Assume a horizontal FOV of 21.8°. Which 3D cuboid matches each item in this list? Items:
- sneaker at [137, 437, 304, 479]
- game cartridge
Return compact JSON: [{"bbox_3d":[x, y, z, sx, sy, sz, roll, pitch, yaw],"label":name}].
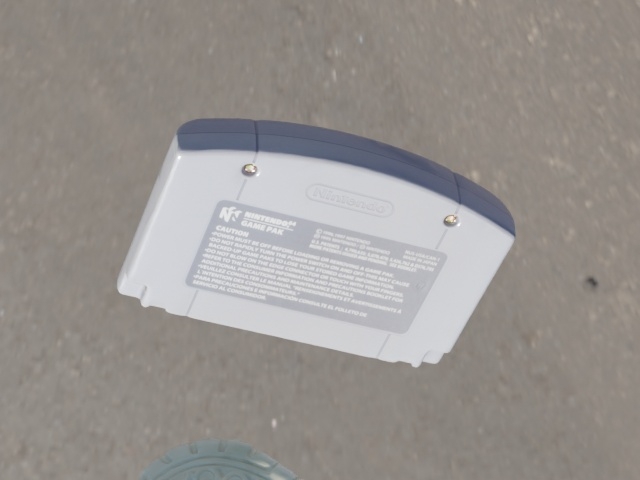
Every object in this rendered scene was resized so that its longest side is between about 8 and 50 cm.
[{"bbox_3d":[0.016,0.117,0.399,0.152,0.058,0.084,32,149,28],"label":"sneaker"},{"bbox_3d":[0.000,0.000,0.388,0.083,0.017,0.056,14,132,-17],"label":"game cartridge"}]
